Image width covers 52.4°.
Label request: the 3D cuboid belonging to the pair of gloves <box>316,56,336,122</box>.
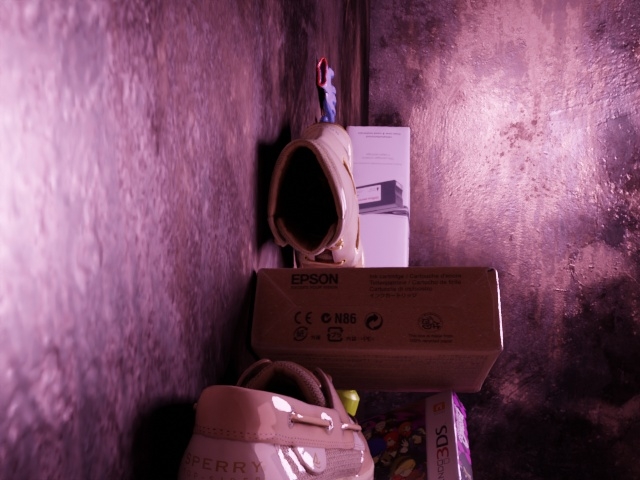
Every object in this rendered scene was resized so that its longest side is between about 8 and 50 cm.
[{"bbox_3d":[0.009,-0.207,1.115,0.159,0.023,0.198,46,45,-78],"label":"pair of gloves"}]

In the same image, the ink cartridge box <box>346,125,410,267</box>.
[{"bbox_3d":[0.143,-0.049,1.654,0.285,0.166,0.395,73,20,-68],"label":"ink cartridge box"}]

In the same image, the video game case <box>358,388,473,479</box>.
[{"bbox_3d":[0.043,0.266,0.662,0.042,0.232,0.210,59,20,-19],"label":"video game case"}]

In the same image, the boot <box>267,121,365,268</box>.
[{"bbox_3d":[0.000,0.000,0.762,0.203,0.095,0.262,-64,154,-74],"label":"boot"}]

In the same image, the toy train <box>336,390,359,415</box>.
[{"bbox_3d":[0.053,0.178,0.894,0.144,0.105,0.248,-65,-160,1],"label":"toy train"}]

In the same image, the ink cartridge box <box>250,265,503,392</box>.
[{"bbox_3d":[0.060,0.100,0.689,0.193,0.234,0.088,77,14,-66],"label":"ink cartridge box"}]

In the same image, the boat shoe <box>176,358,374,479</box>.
[{"bbox_3d":[-0.018,0.155,0.532,0.341,0.121,0.110,46,46,-79],"label":"boat shoe"}]
